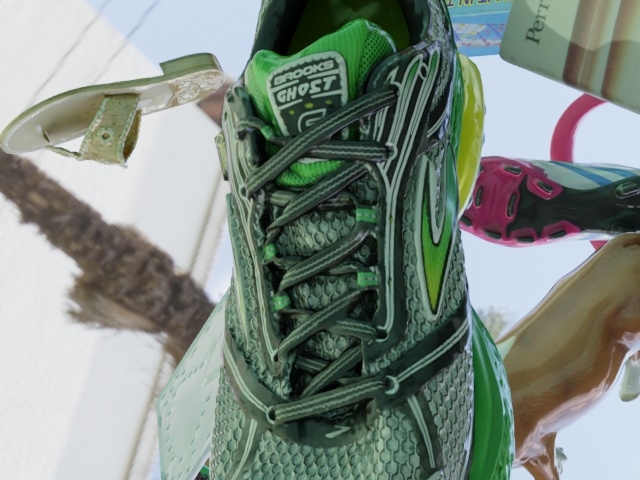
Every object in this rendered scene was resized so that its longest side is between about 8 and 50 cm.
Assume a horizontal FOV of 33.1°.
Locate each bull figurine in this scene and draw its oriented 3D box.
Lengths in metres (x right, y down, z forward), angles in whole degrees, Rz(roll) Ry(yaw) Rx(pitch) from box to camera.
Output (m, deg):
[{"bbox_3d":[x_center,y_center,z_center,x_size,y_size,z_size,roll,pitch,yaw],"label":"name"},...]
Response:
[{"bbox_3d":[0.196,0.132,0.935,0.310,0.188,0.101,-40,-153,2],"label":"bull figurine"}]

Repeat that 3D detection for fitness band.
[{"bbox_3d":[0.442,-0.082,1.483,0.209,0.291,0.054,-31,177,33],"label":"fitness band"}]

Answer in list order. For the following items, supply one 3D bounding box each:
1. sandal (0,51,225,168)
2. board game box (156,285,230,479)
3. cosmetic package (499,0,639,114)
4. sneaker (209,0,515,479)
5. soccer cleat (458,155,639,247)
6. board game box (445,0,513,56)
[{"bbox_3d":[-0.201,-0.114,1.096,0.240,0.088,0.079,-22,-108,-11],"label":"sandal"},{"bbox_3d":[-0.117,0.164,1.598,0.390,0.050,0.390,-57,-164,7],"label":"board game box"},{"bbox_3d":[0.230,-0.092,0.405,0.296,0.129,0.153,32,-64,45],"label":"cosmetic package"},{"bbox_3d":[0.000,0.000,0.459,0.134,0.146,0.343,-10,-124,16],"label":"sneaker"},{"bbox_3d":[0.302,-0.051,1.426,0.143,0.331,0.116,-125,-140,-77],"label":"soccer cleat"},{"bbox_3d":[0.233,-0.341,1.071,0.308,0.086,0.302,2,-107,35],"label":"board game box"}]
